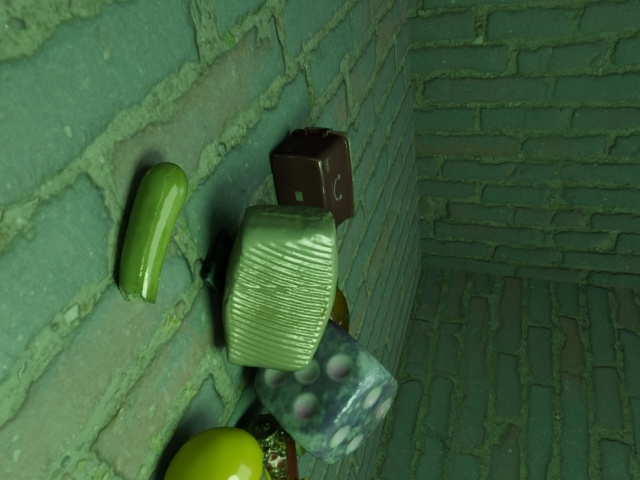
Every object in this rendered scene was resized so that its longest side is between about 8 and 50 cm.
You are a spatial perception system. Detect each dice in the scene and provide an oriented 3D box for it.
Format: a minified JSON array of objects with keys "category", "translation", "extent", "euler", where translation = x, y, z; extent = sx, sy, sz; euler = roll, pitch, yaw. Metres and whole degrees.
[{"category":"dice","translation":[0.015,0.377,1.199],"extent":[0.271,0.270,0.270],"euler":[-47,143,-9]}]

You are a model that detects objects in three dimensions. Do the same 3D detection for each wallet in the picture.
[{"category":"wallet","translation":[-0.227,0.049,1.042],"extent":[0.088,0.026,0.129],"euler":[71,29,-59]}]

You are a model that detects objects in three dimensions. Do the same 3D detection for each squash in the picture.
[{"category":"squash","translation":[-0.288,-0.017,0.796],"extent":[0.083,0.083,0.251],"euler":[34,65,-66]}]

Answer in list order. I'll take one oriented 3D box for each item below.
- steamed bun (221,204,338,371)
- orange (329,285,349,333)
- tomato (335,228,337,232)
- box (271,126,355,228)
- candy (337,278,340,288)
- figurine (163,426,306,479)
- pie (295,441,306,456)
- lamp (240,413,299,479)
[{"category":"steamed bun","translation":[-0.093,0.090,1.062],"extent":[0.236,0.246,0.384],"euler":[-101,-161,-66]},{"category":"orange","translation":[-0.017,0.269,1.472],"extent":[0.262,0.196,0.335],"euler":[41,63,-49]},{"category":"tomato","translation":[0.000,0.000,1.561],"extent":[0.155,0.069,0.156],"euler":[7,90,-72]},{"category":"box","translation":[-0.022,-0.158,1.320],"extent":[0.167,0.193,0.294],"euler":[-46,138,-46]},{"category":"candy","translation":[0.062,0.276,1.800],"extent":[0.078,0.084,0.288],"euler":[61,32,-50]},{"category":"figurine","translation":[-0.171,0.525,0.989],"extent":[0.215,0.187,0.343],"euler":[-50,129,-6]},{"category":"pie","translation":[-0.046,0.585,1.588],"extent":[0.302,0.066,0.303],"euler":[7,90,-70]},{"category":"lamp","translation":[-0.142,0.593,1.210],"extent":[0.177,0.176,0.274],"euler":[-41,134,-61]}]
